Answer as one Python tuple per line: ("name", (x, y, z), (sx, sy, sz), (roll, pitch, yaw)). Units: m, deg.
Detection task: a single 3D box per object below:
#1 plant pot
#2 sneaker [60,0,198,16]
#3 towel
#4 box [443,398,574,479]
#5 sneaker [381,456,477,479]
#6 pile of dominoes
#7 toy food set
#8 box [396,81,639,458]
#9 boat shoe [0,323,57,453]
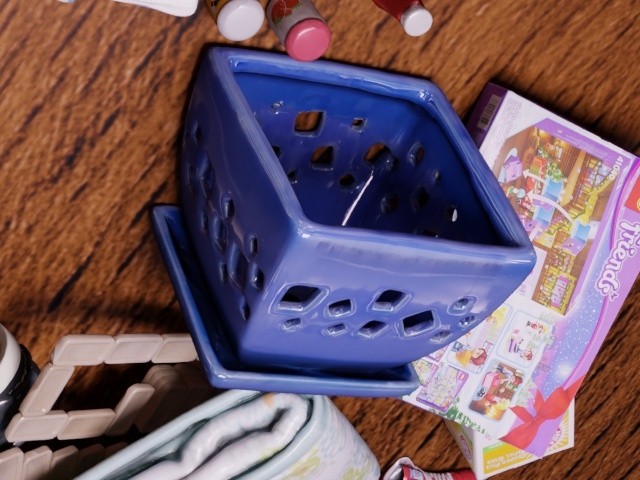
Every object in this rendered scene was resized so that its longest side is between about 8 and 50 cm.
("plant pot", (0.000, 0.000, 1.424), (0.236, 0.236, 0.212), (7, 130, -32))
("sneaker", (-0.075, -0.278, 1.223), (0.323, 0.130, 0.236), (-19, 142, -14))
("towel", (-0.138, 0.255, 1.599), (0.374, 0.090, 0.320), (-26, 162, 2))
("box", (0.183, 0.126, 1.710), (0.114, 0.103, 0.203), (-18, 134, -11))
("sneaker", (0.119, 0.259, 1.839), (0.118, 0.042, 0.067), (-15, 137, -12))
("pile of dominoes", (-0.190, 0.147, 1.533), (0.251, 0.040, 0.196), (4, 127, -52))
("toy food set", (0.029, -0.210, 1.337), (0.232, 0.104, 0.111), (-36, 135, 6))
("box", (0.177, 0.030, 1.556), (0.201, 0.057, 0.293), (25, 96, -20))
("boat shoe", (-0.370, 0.218, 1.499), (0.340, 0.127, 0.113), (-45, 130, -2))
